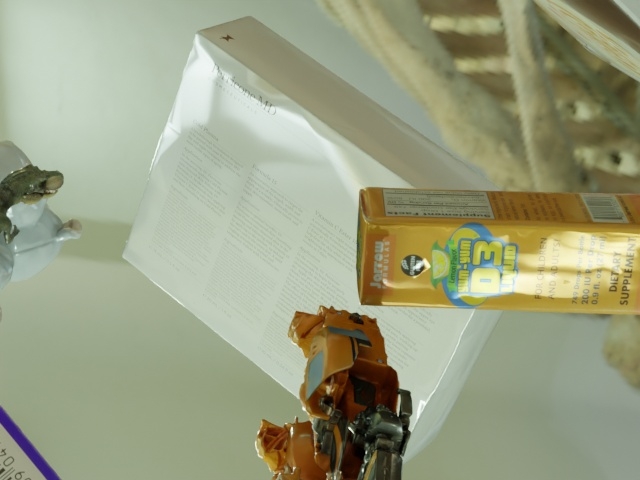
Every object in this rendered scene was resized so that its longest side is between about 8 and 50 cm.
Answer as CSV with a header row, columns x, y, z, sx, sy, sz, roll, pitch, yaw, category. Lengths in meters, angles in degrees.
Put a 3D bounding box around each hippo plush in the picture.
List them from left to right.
x,y,z,sx,sy,sz,roll,pitch,yaw,category
-0.379,0.019,1.641,0.234,0.294,0.236,15,-137,44,hippo plush

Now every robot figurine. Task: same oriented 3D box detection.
x,y,z,sx,sy,sz,roll,pitch,yaw,category
0.001,0.173,0.988,0.085,0.211,0.291,14,-158,-6,robot figurine

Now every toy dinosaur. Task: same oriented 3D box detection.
x,y,z,sx,sy,sz,roll,pitch,yaw,category
-0.341,0.031,1.337,0.064,0.118,0.268,33,-124,1,toy dinosaur

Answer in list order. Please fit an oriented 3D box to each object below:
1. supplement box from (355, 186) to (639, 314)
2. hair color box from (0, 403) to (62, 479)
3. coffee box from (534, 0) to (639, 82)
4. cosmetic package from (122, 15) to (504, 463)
x,y,z,sx,sy,sz,roll,pitch,yaw,category
0.144,0.008,1.091,0.234,0.078,0.080,2,-157,1,supplement box
-0.249,0.174,0.890,0.110,0.339,0.185,-40,-86,-24,hair color box
0.127,-0.147,0.621,0.246,0.098,0.141,29,-171,-47,coffee box
0.000,0.000,1.410,0.377,0.284,0.097,37,-142,20,cosmetic package
